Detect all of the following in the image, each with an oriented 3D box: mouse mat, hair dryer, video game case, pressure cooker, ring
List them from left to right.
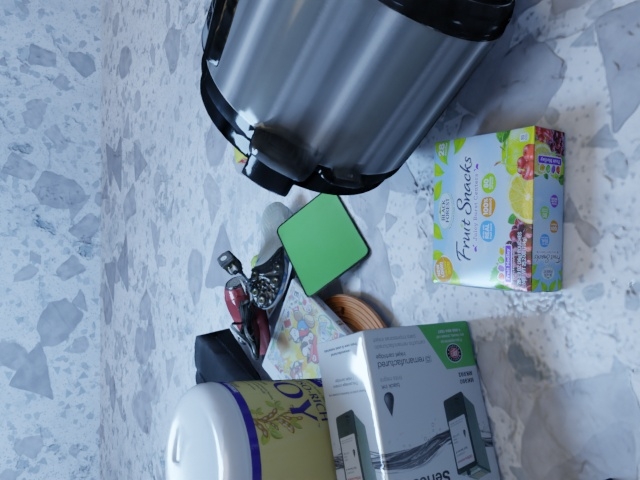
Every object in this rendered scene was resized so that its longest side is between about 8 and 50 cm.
[{"bbox_3d":[-0.162,0.173,1.282,0.294,0.080,0.224,66,-171,-63],"label":"hair dryer"},{"bbox_3d":[-0.023,0.222,1.168,0.206,0.026,0.227,42,123,38],"label":"video game case"},{"bbox_3d":[0.000,0.000,1.171,0.152,0.007,0.190,-37,52,13],"label":"mouse mat"},{"bbox_3d":[0.022,-0.270,0.892,0.376,0.369,0.420,59,136,24],"label":"pressure cooker"},{"bbox_3d":[0.052,0.269,1.132,0.336,0.032,0.337,0,90,56],"label":"ring"}]

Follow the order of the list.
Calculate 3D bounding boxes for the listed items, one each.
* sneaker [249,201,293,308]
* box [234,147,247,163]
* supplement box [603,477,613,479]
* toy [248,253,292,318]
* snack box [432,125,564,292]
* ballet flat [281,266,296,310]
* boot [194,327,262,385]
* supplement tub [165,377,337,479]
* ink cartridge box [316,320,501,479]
[{"bbox_3d":[-0.090,0.034,1.267,0.085,0.086,0.238,-6,61,25],"label":"sneaker"},{"bbox_3d":[-0.104,-0.228,1.329,0.232,0.087,0.058,-20,73,53],"label":"box"},{"bbox_3d":[0.322,0.337,0.701,0.083,0.056,0.083,-61,43,35],"label":"supplement box"},{"bbox_3d":[-0.129,0.079,1.385,0.137,0.056,0.237,58,134,37],"label":"toy"},{"bbox_3d":[0.236,-0.039,0.828,0.174,0.070,0.207,3,90,56],"label":"snack box"},{"bbox_3d":[-0.033,0.095,1.231,0.074,0.074,0.203,24,107,54],"label":"ballet flat"},{"bbox_3d":[-0.184,0.454,1.375,0.445,0.146,0.368,30,112,52],"label":"boot"},{"bbox_3d":[-0.046,0.337,0.938,0.241,0.331,0.241,-13,75,55],"label":"supplement tub"},{"bbox_3d":[0.129,0.271,0.856,0.121,0.211,0.290,-28,67,51],"label":"ink cartridge box"}]
